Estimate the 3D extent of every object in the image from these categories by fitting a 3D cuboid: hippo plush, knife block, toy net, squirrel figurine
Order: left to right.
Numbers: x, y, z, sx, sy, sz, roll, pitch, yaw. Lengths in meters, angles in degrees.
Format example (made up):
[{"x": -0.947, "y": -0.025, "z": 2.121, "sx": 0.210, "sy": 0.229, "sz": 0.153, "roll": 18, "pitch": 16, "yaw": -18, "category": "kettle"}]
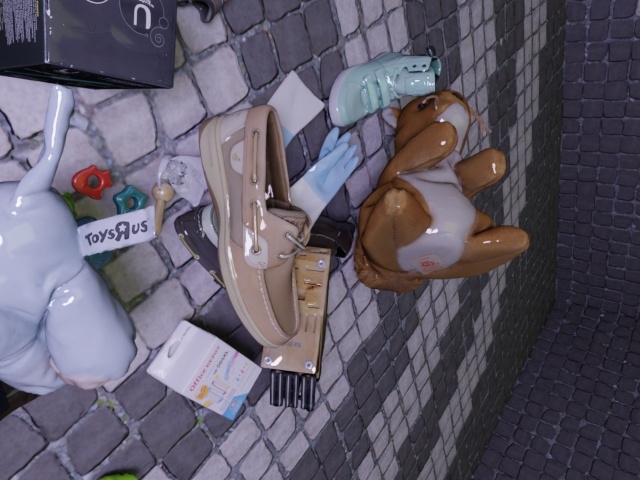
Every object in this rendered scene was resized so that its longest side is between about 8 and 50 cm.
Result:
[{"x": -0.283, "y": 0.079, "z": 0.350, "sx": 0.234, "sy": 0.294, "sz": 0.236, "roll": 60, "pitch": 32, "yaw": -18, "category": "hippo plush"}, {"x": -0.238, "y": -0.059, "z": 0.596, "sx": 0.232, "sy": 0.045, "sz": 0.122, "roll": -45, "pitch": 131, "yaw": -36, "category": "toy net"}, {"x": -0.036, "y": 0.165, "z": 0.843, "sx": 0.242, "sy": 0.088, "sz": 0.275, "roll": 79, "pitch": 17, "yaw": -76, "category": "knife block"}, {"x": 0.190, "y": -0.102, "z": 0.961, "sx": 0.397, "sy": 0.281, "sz": 0.370, "roll": 120, "pitch": -23, "yaw": -57, "category": "squirrel figurine"}]

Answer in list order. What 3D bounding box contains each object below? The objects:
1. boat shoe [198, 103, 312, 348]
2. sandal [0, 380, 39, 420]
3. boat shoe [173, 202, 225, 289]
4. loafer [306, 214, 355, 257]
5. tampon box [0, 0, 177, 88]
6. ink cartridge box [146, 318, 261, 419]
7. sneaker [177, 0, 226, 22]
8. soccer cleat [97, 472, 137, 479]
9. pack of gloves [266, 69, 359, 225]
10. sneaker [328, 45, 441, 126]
[{"x": -0.074, "y": -0.013, "z": 0.654, "sx": 0.121, "sy": 0.110, "sz": 0.341, "roll": -36, "pitch": 114, "yaw": -68, "category": "boat shoe"}, {"x": -0.370, "y": 0.158, "z": 0.487, "sx": 0.219, "sy": 0.060, "sz": 0.090, "roll": -40, "pitch": 137, "yaw": -56, "category": "sandal"}, {"x": -0.140, "y": 0.034, "z": 0.728, "sx": 0.081, "sy": 0.069, "sz": 0.228, "roll": -86, "pitch": 157, "yaw": -44, "category": "boat shoe"}, {"x": 0.000, "y": 0.000, "z": 0.865, "sx": 0.220, "sy": 0.080, "sz": 0.078, "roll": 4, "pitch": 80, "yaw": -52, "category": "loafer"}, {"x": -0.236, "y": -0.207, "z": 0.454, "sx": 0.120, "sy": 0.161, "sz": 0.101, "roll": -8, "pitch": 106, "yaw": -51, "category": "tampon box"}, {"x": -0.177, "y": 0.192, "z": 0.706, "sx": 0.092, "sy": 0.090, "sz": 0.143, "roll": -60, "pitch": 140, "yaw": -20, "category": "ink cartridge box"}, {"x": -0.178, "y": -0.330, "z": 0.577, "sx": 0.158, "sy": 0.061, "sz": 0.065, "roll": 26, "pitch": 86, "yaw": -51, "category": "sneaker"}, {"x": -0.296, "y": 0.415, "z": 0.650, "sx": 0.072, "sy": 0.060, "sz": 0.179, "roll": 13, "pitch": 88, "yaw": -54, "category": "soccer cleat"}, {"x": -0.032, "y": -0.141, "z": 0.765, "sx": 0.195, "sy": 0.046, "sz": 0.232, "roll": 45, "pitch": 64, "yaw": -21, "category": "pack of gloves"}, {"x": 0.132, "y": -0.298, "z": 0.899, "sx": 0.256, "sy": 0.151, "sz": 0.094, "roll": -46, "pitch": 135, "yaw": -31, "category": "sneaker"}]
